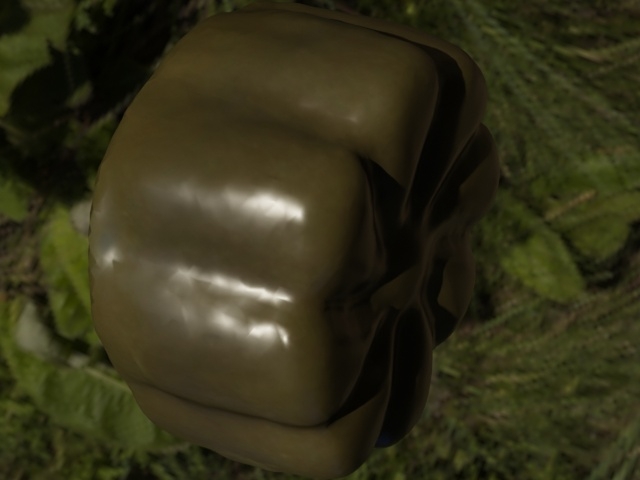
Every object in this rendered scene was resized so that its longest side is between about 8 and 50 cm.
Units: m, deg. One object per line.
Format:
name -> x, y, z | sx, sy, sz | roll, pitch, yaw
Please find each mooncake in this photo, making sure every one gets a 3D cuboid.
mooncake -> 0.000, 0.000, 1.142 | 0.201, 0.378, 0.378 | 14, 158, 28
